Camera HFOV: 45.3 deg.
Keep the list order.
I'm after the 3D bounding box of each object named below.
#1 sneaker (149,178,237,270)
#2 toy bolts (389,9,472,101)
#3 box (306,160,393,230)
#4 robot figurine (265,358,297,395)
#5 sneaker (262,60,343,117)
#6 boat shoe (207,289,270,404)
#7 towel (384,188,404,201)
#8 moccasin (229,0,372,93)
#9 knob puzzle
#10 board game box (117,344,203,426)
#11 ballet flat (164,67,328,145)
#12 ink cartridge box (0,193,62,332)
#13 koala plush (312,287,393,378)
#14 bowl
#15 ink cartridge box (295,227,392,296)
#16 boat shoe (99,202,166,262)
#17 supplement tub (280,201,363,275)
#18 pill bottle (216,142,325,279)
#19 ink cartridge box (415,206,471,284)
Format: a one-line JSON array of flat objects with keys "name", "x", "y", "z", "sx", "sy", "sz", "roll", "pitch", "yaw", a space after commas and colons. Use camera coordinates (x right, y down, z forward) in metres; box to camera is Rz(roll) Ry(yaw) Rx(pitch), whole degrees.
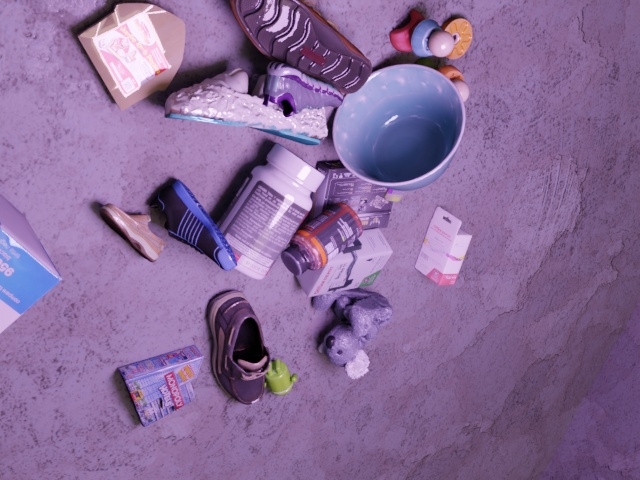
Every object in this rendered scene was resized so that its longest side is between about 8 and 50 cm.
[{"name": "sneaker", "x": -0.273, "y": -0.017, "z": 1.649, "sx": 0.090, "sy": 0.232, "sz": 0.081, "roll": -37, "pitch": 170, "yaw": 3}, {"name": "toy bolts", "x": 0.302, "y": -0.453, "z": 1.827, "sx": 0.218, "sy": 0.158, "sz": 0.228, "roll": -50, "pitch": 134, "yaw": 0}, {"name": "box", "x": 0.085, "y": -0.112, "z": 1.942, "sx": 0.231, "sy": 0.056, "sz": 0.183, "roll": -8, "pitch": 121, "yaw": -33}, {"name": "robot figurine", "x": -0.113, "y": 0.373, "z": 2.079, "sx": 0.101, "sy": 0.067, "sz": 0.115, "roll": -14, "pitch": 128, "yaw": 3}, {"name": "sneaker", "x": -0.042, "y": -0.298, "z": 1.613, "sx": 0.224, "sy": 0.083, "sz": 0.098, "roll": 14, "pitch": 95, "yaw": -49}, {"name": "boat shoe", "x": -0.198, "y": 0.294, "z": 1.926, "sx": 0.132, "sy": 0.130, "sz": 0.355, "roll": -26, "pitch": 129, "yaw": -22}, {"name": "towel", "x": 0.198, "y": -0.140, "z": 1.965, "sx": 0.060, "sy": 0.009, "sz": 0.083, "roll": 3, "pitch": 115, "yaw": -40}, {"name": "moccasin", "x": -0.043, "y": -0.439, "z": 1.610, "sx": 0.380, "sy": 0.147, "sz": 0.139, "roll": 13, "pitch": 122, "yaw": -44}, {"name": "knob puzzle", "x": -0.348, "y": -0.374, "z": 1.485, "sx": 0.213, "sy": 0.030, "sz": 0.213, "roll": -17, "pitch": 124, "yaw": -27}, {"name": "board game box", "x": -0.371, "y": 0.350, "z": 1.882, "sx": 0.194, "sy": 0.060, "sz": 0.194, "roll": -26, "pitch": 129, "yaw": -21}, {"name": "ballet flat", "x": -0.151, "y": -0.292, "z": 1.627, "sx": 0.409, "sy": 0.147, "sz": 0.147, "roll": 4, "pitch": 113, "yaw": -43}, {"name": "ink cartridge box", "x": -0.689, "y": 0.094, "z": 1.339, "sx": 0.395, "sy": 0.285, "sz": 0.166, "roll": -43, "pitch": 132, "yaw": -8}, {"name": "koala plush", "x": 0.082, "y": 0.248, "z": 2.072, "sx": 0.203, "sy": 0.196, "sz": 0.221, "roll": 2, "pitch": 111, "yaw": -48}, {"name": "bowl", "x": 0.198, "y": -0.240, "z": 1.816, "sx": 0.311, "sy": 0.311, "sz": 0.163, "roll": -47, "pitch": 153, "yaw": -4}, {"name": "ink cartridge box", "x": 0.058, "y": 0.057, "z": 1.970, "sx": 0.208, "sy": 0.087, "sz": 0.153, "roll": -9, "pitch": 145, "yaw": -31}, {"name": "boat shoe", "x": -0.396, "y": -0.031, "z": 1.641, "sx": 0.072, "sy": 0.068, "sz": 0.190, "roll": -53, "pitch": 145, "yaw": -15}, {"name": "supplement tub", "x": 0.000, "y": 0.000, "z": 1.815, "sx": 0.198, "sy": 0.106, "sz": 0.106, "roll": -37, "pitch": 133, "yaw": -26}, {"name": "pill bottle", "x": -0.121, "y": -0.067, "z": 1.746, "sx": 0.161, "sy": 0.161, "sz": 0.283, "roll": 30, "pitch": 97, "yaw": -43}, {"name": "ink cartridge box", "x": 0.354, "y": 0.014, "z": 2.174, "sx": 0.067, "sy": 0.115, "sz": 0.198, "roll": 1, "pitch": 116, "yaw": -36}]
